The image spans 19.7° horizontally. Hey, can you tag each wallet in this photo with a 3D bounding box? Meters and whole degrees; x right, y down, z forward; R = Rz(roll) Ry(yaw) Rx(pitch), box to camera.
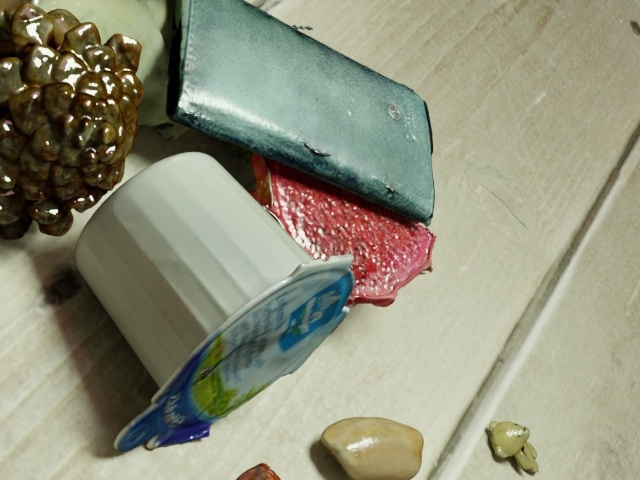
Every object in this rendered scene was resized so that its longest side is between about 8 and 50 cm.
[{"bbox_3d":[-0.016,-0.158,2.116,0.379,0.046,0.190,22,54,-34],"label":"wallet"}]

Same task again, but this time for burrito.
[{"bbox_3d":[-0.238,-0.238,2.048,0.332,0.135,0.190,17,40,-52],"label":"burrito"}]

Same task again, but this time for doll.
[{"bbox_3d":[0.247,0.263,2.347,0.093,0.051,0.061,66,11,-50],"label":"doll"}]

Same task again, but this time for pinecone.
[{"bbox_3d":[-0.279,-0.113,1.787,0.202,0.229,0.201,28,-6,-18],"label":"pinecone"}]

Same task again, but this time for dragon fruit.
[{"bbox_3d":[-0.007,0.008,2.151,0.274,0.126,0.161,32,46,-24],"label":"dragon fruit"}]

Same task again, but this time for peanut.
[{"bbox_3d":[0.058,0.233,2.055,0.152,0.076,0.076,12,51,-44],"label":"peanut"}]

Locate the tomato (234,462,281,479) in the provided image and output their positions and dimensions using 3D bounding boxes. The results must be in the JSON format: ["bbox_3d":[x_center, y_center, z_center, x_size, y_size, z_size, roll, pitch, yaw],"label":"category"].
[{"bbox_3d":[-0.050,0.298,1.820,0.139,0.091,0.159,55,1,-18],"label":"tomato"}]

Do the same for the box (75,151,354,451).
[{"bbox_3d":[-0.139,0.055,1.842,0.206,0.291,0.262,50,-15,20],"label":"box"}]

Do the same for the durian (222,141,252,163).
[{"bbox_3d":[-0.058,-0.171,2.220,0.198,0.146,0.159,27,42,-34],"label":"durian"}]
